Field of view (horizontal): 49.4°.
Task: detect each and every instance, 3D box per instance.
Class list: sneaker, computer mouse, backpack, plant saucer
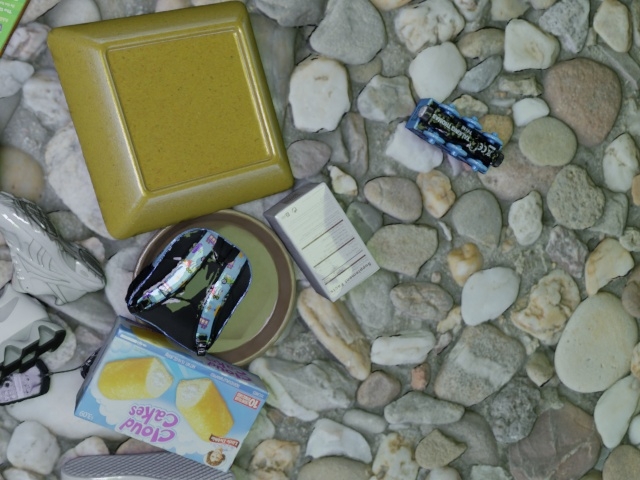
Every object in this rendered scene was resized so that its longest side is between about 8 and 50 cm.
[{"bbox_3d":[-0.549,0.172,0.998,0.146,0.122,0.330,47,43,8],"label":"sneaker"},{"bbox_3d":[-0.434,0.027,1.049,0.115,0.090,0.232,-37,128,-1],"label":"sneaker"},{"bbox_3d":[-0.429,0.213,1.126,0.242,0.041,0.071,-10,81,-21],"label":"computer mouse"},{"bbox_3d":[-0.200,0.068,1.094,0.158,0.117,0.173,36,85,-16],"label":"backpack"},{"bbox_3d":[-0.179,0.083,1.184,0.278,0.041,0.278,-1,94,-16],"label":"plant saucer"},{"bbox_3d":[-0.278,0.440,1.146,0.282,0.102,0.161,1,99,3],"label":"sneaker"},{"bbox_3d":[-0.209,-0.203,1.091,0.333,0.081,0.332,-19,97,-27],"label":"plant saucer"}]

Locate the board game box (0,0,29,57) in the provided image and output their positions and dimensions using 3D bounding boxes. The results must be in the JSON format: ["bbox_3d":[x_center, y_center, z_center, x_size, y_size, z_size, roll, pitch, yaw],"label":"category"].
[{"bbox_3d":[-0.505,-0.383,1.049,0.124,0.039,0.259,27,84,-16],"label":"board game box"}]

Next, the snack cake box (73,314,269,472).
[{"bbox_3d":[-0.237,0.247,1.117,0.264,0.089,0.152,27,90,-19],"label":"snack cake box"}]

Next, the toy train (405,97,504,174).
[{"bbox_3d":[0.245,-0.188,1.253,0.184,0.105,0.080,29,95,-16],"label":"toy train"}]

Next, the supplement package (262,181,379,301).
[{"bbox_3d":[0.000,0.000,1.196,0.105,0.105,0.179,-36,104,-11],"label":"supplement package"}]

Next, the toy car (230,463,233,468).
[{"bbox_3d":[-0.202,0.387,1.214,0.122,0.060,0.040,-17,144,2],"label":"toy car"}]
